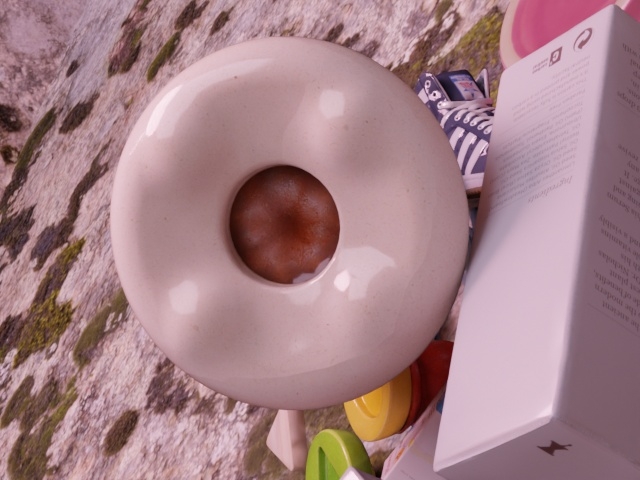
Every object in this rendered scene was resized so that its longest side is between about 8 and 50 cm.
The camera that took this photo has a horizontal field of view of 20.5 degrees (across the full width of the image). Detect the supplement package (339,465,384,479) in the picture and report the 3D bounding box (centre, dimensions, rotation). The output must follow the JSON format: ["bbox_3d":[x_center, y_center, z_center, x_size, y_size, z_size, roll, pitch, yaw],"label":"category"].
[{"bbox_3d":[0.041,0.393,1.643,0.293,0.175,0.177,-54,41,8],"label":"supplement package"}]

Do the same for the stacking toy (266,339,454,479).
[{"bbox_3d":[0.057,0.178,1.987,0.309,0.130,0.279,-128,43,-55],"label":"stacking toy"}]

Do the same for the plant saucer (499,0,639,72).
[{"bbox_3d":[0.318,-0.273,2.027,0.332,0.084,0.332,-42,29,30],"label":"plant saucer"}]

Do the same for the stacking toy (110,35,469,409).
[{"bbox_3d":[0.021,-0.032,1.839,0.350,0.350,0.480,-51,-9,14],"label":"stacking toy"}]

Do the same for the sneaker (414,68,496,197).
[{"bbox_3d":[0.192,-0.128,2.009,0.282,0.099,0.153,-8,87,61],"label":"sneaker"}]

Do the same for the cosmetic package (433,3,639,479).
[{"bbox_3d":[0.266,0.039,1.609,0.161,0.230,0.453,-31,36,45],"label":"cosmetic package"}]

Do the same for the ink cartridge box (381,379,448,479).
[{"bbox_3d":[0.127,0.219,1.783,0.143,0.090,0.092,-53,0,10],"label":"ink cartridge box"}]

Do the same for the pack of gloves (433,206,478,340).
[{"bbox_3d":[0.139,0.060,2.023,0.195,0.046,0.232,-40,31,32],"label":"pack of gloves"}]

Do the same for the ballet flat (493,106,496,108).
[{"bbox_3d":[0.160,-0.114,2.172,0.173,0.049,0.057,-39,31,35],"label":"ballet flat"}]
